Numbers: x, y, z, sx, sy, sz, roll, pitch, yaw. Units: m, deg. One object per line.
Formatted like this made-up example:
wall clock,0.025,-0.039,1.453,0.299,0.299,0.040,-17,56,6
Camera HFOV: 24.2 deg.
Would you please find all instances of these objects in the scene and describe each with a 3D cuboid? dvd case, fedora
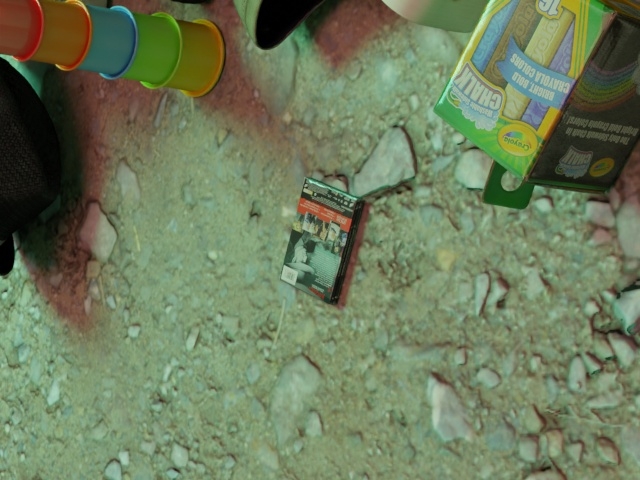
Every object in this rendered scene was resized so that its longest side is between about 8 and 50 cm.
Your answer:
dvd case,0.000,0.000,1.614,0.087,0.013,0.119,24,103,44
fedora,-0.435,-0.128,1.930,0.152,0.334,0.334,-26,65,8

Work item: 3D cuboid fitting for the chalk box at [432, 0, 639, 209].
chalk box,0.204,-0.128,1.333,0.132,0.132,0.213,44,116,37

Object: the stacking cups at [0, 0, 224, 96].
stacking cups,-0.259,-0.224,1.679,0.096,0.316,0.096,-4,85,47

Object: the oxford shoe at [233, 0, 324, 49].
oxford shoe,0.023,-0.327,1.537,0.348,0.123,0.130,-44,50,46

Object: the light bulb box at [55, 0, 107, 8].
light bulb box,-0.468,-0.433,1.873,0.225,0.361,0.358,2,88,47

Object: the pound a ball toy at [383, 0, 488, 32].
pound a ball toy,0.173,-0.339,1.378,0.208,0.135,0.319,53,123,34

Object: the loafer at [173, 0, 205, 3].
loafer,-0.149,-0.390,1.747,0.076,0.078,0.223,16,98,44
